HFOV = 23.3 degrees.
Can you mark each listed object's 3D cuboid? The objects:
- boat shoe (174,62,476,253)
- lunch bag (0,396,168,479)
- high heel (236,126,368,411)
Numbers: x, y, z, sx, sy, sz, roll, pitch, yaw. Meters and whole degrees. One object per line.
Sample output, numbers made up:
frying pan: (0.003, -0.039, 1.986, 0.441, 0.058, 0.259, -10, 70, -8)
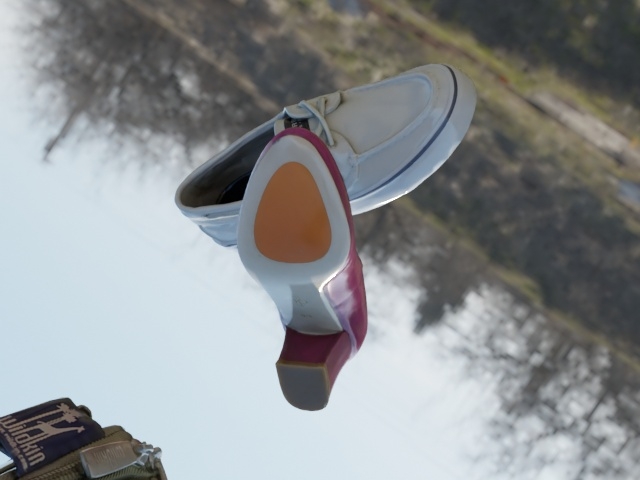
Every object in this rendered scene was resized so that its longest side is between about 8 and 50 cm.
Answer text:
boat shoe: (-0.002, -0.074, 1.250, 0.088, 0.267, 0.096, 30, -133, -45)
lunch bag: (-0.122, 0.240, 0.563, 0.305, 0.256, 0.212, 62, 150, 10)
high heel: (0.000, 0.000, 1.095, 0.082, 0.244, 0.117, 3, -140, 16)
